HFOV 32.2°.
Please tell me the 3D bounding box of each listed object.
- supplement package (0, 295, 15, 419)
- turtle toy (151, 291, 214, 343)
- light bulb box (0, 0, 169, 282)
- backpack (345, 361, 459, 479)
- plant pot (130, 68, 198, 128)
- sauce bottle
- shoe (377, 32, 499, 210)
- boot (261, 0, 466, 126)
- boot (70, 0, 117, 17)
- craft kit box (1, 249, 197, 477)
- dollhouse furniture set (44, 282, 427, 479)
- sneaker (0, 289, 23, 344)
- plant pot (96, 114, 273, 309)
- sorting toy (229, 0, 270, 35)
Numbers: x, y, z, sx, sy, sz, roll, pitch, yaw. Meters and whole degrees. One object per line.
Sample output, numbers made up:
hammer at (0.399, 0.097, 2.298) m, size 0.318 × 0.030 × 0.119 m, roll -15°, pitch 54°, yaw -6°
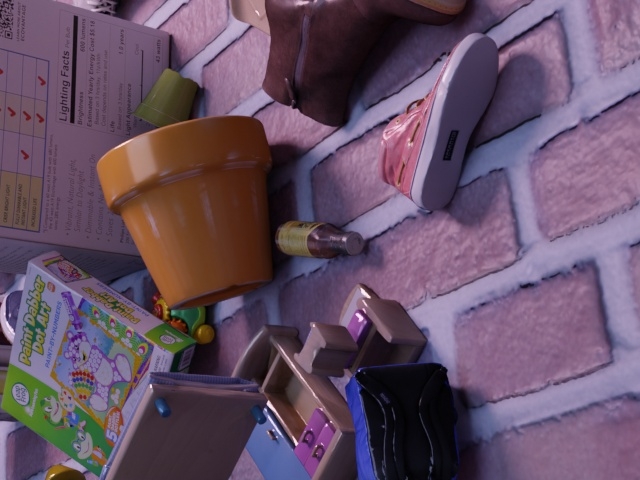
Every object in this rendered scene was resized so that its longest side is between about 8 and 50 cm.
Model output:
supplement package at (-0.564, 0.193, 1.813) m, size 0.149 × 0.203 × 0.194 m, roll -19°, pitch 68°, yaw 50°
turtle toy at (-0.185, 0.083, 1.437) m, size 0.095 × 0.066 × 0.130 m, roll -13°, pitch 72°, yaw 52°
light bulb box at (-0.422, -0.142, 1.561) m, size 0.225 × 0.361 × 0.358 m, roll -19°, pitch 67°, yaw 50°
backpack at (0.079, 0.185, 1.035) m, size 0.101 × 0.098 × 0.120 m, roll 105°, pitch 157°, yaw -63°
plant pot at (-0.207, -0.192, 1.530) m, size 0.083 × 0.083 × 0.079 m, roll 27°, pitch 91°, yaw 53°
sauce bottle at (0.000, 0.000, 1.227) m, size 0.128 × 0.042 × 0.042 m, roll 5°, pitch 86°, yaw 52°
shoe at (0.110, -0.124, 1.084) m, size 0.081 × 0.063 × 0.178 m, roll 35°, pitch 115°, yaw 46°
boot at (0.039, -0.217, 1.200) m, size 0.248 × 0.090 × 0.207 m, roll 29°, pitch 129°, yaw 30°
boot at (-0.327, -0.393, 1.733) m, size 0.258 × 0.095 × 0.123 m, roll 29°, pitch 112°, yaw 61°
craft kit box at (-0.297, 0.177, 1.451) m, size 0.247 × 0.061 × 0.250 m, roll 30°, pitch 120°, yaw 23°
dollhouse furniture set at (-0.112, 0.147, 1.123) m, size 0.198 × 0.303 × 0.286 m, roll 47°, pitch 120°, yaw 46°
sneaker at (-0.395, 0.121, 1.685) m, size 0.282 × 0.099 × 0.153 m, roll 45°, pitch 123°, yaw 41°
plant pot at (-0.142, -0.024, 1.311) m, size 0.205 × 0.205 × 0.188 m, roll -26°, pitch 77°, yaw 49°
sorting toy at (-0.056, -0.336, 1.330) m, size 0.208 × 0.038 × 0.193 m, roll 35°, pitch 138°, yaw 50°
